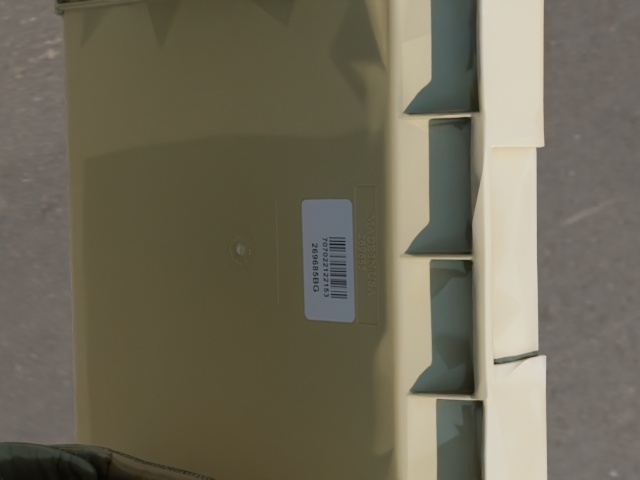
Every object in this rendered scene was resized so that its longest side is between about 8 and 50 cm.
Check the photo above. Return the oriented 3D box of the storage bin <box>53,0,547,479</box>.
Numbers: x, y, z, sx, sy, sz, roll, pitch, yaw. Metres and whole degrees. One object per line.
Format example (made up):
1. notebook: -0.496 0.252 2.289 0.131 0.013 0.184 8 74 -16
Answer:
1. storage bin: 0.000 0.000 0.773 0.123 0.260 0.262 -4 95 -49

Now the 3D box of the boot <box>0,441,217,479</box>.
1. boot: -0.146 0.182 0.665 0.095 0.262 0.203 -18 108 -67
